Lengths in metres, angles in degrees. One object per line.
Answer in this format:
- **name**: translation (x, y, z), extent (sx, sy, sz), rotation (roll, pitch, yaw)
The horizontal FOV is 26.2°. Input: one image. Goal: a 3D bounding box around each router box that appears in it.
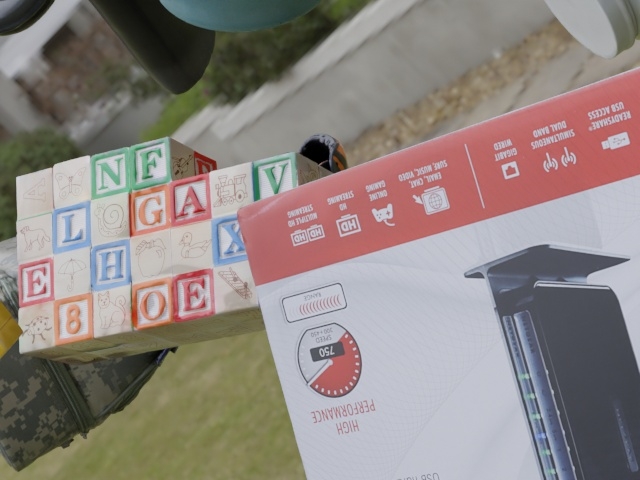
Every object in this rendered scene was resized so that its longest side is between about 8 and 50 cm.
- **router box**: translation (0.142, 0.082, 0.645), extent (0.335, 0.301, 0.082), rotation (-18, -4, 38)

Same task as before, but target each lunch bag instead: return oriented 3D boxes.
- **lunch bag**: translation (-0.306, 0.095, 1.561), extent (0.256, 0.213, 0.305), rotation (-33, 18, -17)

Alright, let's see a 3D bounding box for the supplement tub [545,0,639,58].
- **supplement tub**: translation (0.465, -0.419, 1.885), extent (0.316, 0.228, 0.228), rotation (-38, 11, -3)

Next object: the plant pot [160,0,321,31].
- **plant pot**: translation (-0.078, -0.346, 1.270), extent (0.272, 0.271, 0.255), rotation (-53, -27, -35)

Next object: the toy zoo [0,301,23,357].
- **toy zoo**: translation (-0.343, 0.034, 0.974), extent (0.192, 0.293, 0.030), rotation (-30, 15, 26)

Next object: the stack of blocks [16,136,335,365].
- **stack of blocks**: translation (-0.129, 0.002, 1.231), extent (0.297, 0.171, 0.087), rotation (-12, -17, 26)

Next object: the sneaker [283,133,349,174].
- **sneaker**: translation (0.000, 0.000, 1.725), extent (0.124, 0.180, 0.321), rotation (-18, 49, 9)

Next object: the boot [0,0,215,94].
- **boot**: translation (-0.277, -0.313, 1.728), extent (0.146, 0.445, 0.367), rotation (0, 65, 17)
